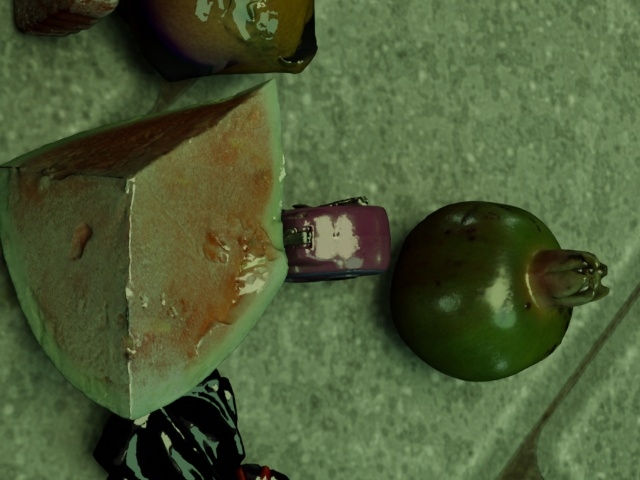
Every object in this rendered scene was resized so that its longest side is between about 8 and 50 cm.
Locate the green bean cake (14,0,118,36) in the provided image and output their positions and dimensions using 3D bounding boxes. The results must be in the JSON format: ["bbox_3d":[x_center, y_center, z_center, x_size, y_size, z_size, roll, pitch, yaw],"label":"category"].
[{"bbox_3d":[-0.207,-0.242,1.065,0.056,0.136,0.135,1,87,-34],"label":"green bean cake"}]

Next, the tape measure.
[{"bbox_3d":[0.000,0.000,1.157,0.125,0.118,0.074,-3,87,-32],"label":"tape measure"}]

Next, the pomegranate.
[{"bbox_3d":[0.170,0.046,1.188,0.180,0.210,0.179,4,84,-43],"label":"pomegranate"}]

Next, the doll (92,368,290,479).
[{"bbox_3d":[-0.106,0.199,1.102,0.248,0.088,0.127,53,43,-22],"label":"doll"}]

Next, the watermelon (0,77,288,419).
[{"bbox_3d":[-0.132,-0.015,1.054,0.256,0.176,0.260,47,43,14],"label":"watermelon"}]

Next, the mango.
[{"bbox_3d":[-0.089,-0.280,1.112,0.201,0.153,0.287,12,77,-72],"label":"mango"}]
